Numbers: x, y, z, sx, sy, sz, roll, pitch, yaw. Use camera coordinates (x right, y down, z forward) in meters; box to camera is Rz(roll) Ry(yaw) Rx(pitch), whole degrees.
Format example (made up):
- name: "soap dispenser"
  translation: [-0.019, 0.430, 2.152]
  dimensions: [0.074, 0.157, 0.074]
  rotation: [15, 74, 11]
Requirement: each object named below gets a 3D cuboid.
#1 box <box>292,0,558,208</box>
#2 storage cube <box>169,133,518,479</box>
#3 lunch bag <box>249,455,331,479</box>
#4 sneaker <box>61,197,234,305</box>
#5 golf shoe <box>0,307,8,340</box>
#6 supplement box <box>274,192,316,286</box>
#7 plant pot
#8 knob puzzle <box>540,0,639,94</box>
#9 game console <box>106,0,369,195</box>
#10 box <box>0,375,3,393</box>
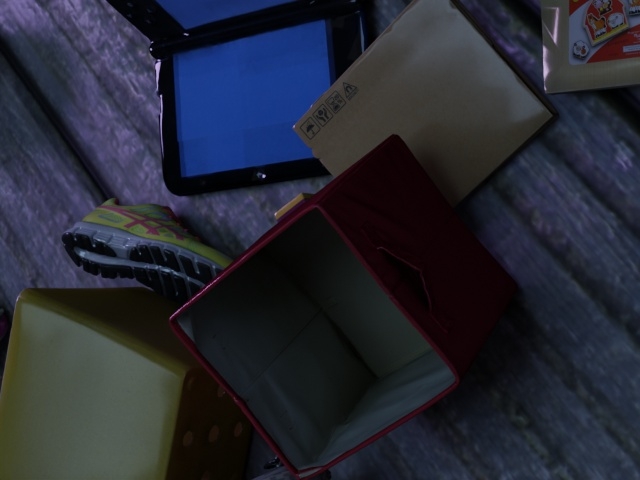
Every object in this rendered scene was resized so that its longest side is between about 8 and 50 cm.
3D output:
- name: "box"
  translation: [0.091, -0.109, 1.245]
  dimensions: [0.201, 0.021, 0.164]
  rotation: [-44, 81, 27]
- name: "storage cube"
  translation: [0.027, 0.053, 1.168]
  dimensions: [0.215, 0.193, 0.183]
  rotation: [-37, 94, 31]
- name: "lunch bag"
  translation: [-0.052, 0.372, 1.233]
  dimensions: [0.256, 0.213, 0.305]
  rotation: [-35, 66, 33]
- name: "sneaker"
  translation: [-0.168, 0.000, 1.448]
  dimensions: [0.209, 0.094, 0.081]
  rotation: [18, 139, 21]
- name: "golf shoe"
  translation: [-0.514, 0.075, 1.707]
  dimensions: [0.306, 0.115, 0.140]
  rotation: [41, 115, 35]
- name: "supplement box"
  translation: [0.000, 0.000, 1.322]
  dimensions: [0.043, 0.055, 0.083]
  rotation: [-37, 64, 33]
- name: "plant pot"
  translation: [-0.181, 0.170, 1.375]
  dimensions: [0.187, 0.212, 0.212]
  rotation: [13, 95, 28]
- name: "knob puzzle"
  translation: [0.266, -0.223, 1.135]
  dimensions: [0.213, 0.030, 0.213]
  rotation: [-3, 85, 40]
- name: "game console"
  translation: [-0.106, -0.191, 1.357]
  dimensions: [0.293, 0.250, 0.173]
  rotation: [-7, 56, 39]
- name: "box"
  translation: [-0.403, 0.225, 1.521]
  dimensions: [0.127, 0.232, 0.148]
  rotation: [-6, 83, 39]
